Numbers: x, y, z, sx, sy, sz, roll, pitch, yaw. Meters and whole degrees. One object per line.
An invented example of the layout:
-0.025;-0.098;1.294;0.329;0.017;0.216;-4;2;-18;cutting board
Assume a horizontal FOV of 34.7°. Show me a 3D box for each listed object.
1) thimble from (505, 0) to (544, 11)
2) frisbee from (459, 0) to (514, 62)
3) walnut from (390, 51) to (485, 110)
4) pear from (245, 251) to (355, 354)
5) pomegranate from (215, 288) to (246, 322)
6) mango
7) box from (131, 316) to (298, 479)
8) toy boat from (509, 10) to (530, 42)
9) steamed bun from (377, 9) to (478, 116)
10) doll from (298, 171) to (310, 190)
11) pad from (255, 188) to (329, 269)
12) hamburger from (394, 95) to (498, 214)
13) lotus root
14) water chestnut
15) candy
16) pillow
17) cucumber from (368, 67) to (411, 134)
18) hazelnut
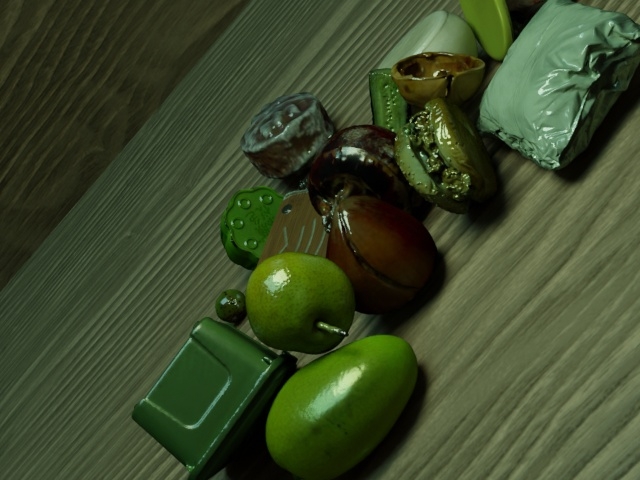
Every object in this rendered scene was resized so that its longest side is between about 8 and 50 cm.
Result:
0.392;-0.553;1.959;0.239;0.162;0.239;-23;24;11;thimble
0.303;-0.442;1.929;0.017;0.235;0.236;-23;27;-4;frisbee
0.211;-0.276;1.830;0.167;0.087;0.211;-8;22;3;walnut
-0.025;0.109;1.602;0.166;0.180;0.216;-59;29;9;pear
-0.191;0.146;2.185;0.073;0.073;0.084;-88;7;-51;pomegranate
0.029;0.258;1.574;0.273;0.149;0.185;-37;26;21;mango
-0.174;0.257;1.738;0.252;0.178;0.328;-52;-5;-5;box
0.363;-0.413;1.982;0.075;0.077;0.185;-44;26;13;toy boat
0.220;-0.336;2.036;0.232;0.145;0.232;-44;16;17;steamed bun
-0.007;-0.112;2.224;0.165;0.057;0.139;-1;56;60;doll
0.000;0.000;2.030;0.284;0.018;0.286;-8;49;35;pad
0.214;-0.135;1.731;0.122;0.189;0.215;-34;-9;22;hamburger
-0.146;-0.002;2.213;0.186;0.186;0.186;-39;28;25;lotus root
0.080;-0.098;1.872;0.224;0.223;0.238;-23;22;45;water chestnut
-0.076;-0.243;2.396;0.214;0.157;0.289;-35;20;1;candy
0.385;-0.256;1.679;0.283;0.138;0.310;-56;23;10;pillow
0.139;-0.227;1.965;0.078;0.211;0.062;-1;21;12;cucumber
0.088;0.016;1.727;0.208;0.208;0.208;-39;28;25;hazelnut
